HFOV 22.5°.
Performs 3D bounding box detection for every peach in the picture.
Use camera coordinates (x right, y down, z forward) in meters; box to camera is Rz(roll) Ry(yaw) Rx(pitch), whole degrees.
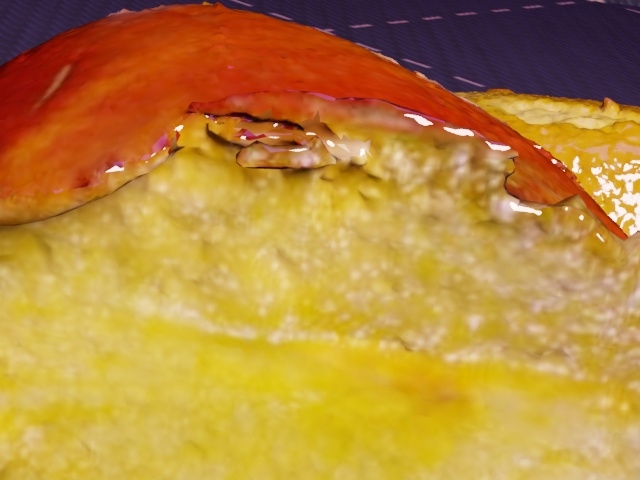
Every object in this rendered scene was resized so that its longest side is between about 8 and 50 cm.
[{"bbox_3d":[-0.019,0.056,0.807,0.417,0.339,0.353,26,29,32],"label":"peach"}]

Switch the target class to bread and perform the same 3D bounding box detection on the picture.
[{"bbox_3d":[0.195,-0.010,1.209,0.358,0.204,0.337,6,1,30],"label":"bread"}]
